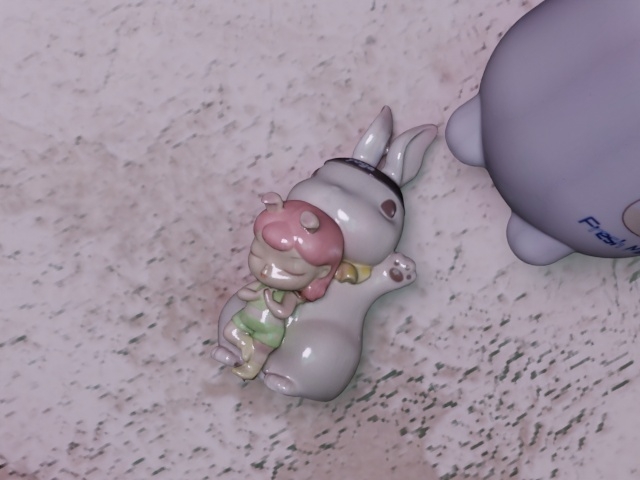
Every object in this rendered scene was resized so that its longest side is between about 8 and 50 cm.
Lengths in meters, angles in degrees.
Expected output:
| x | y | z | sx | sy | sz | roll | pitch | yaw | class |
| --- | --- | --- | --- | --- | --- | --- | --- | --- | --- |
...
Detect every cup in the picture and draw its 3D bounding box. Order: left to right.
| x | y | z | sx | sy | sz | roll | pitch | yaw | class |
| --- | --- | --- | --- | --- | --- | --- | --- | --- | --- |
| 0.156 | -0.061 | 0.905 | 0.142 | 0.173 | 0.134 | -33 | 74 | 37 | cup |

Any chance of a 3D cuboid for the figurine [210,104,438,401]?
| x | y | z | sx | sy | sz | roll | pitch | yaw | class |
| --- | --- | --- | --- | --- | --- | --- | --- | --- | --- |
| 0.008 | 0.005 | 0.916 | 0.081 | 0.098 | 0.146 | 24 | 98 | 4 | figurine |
